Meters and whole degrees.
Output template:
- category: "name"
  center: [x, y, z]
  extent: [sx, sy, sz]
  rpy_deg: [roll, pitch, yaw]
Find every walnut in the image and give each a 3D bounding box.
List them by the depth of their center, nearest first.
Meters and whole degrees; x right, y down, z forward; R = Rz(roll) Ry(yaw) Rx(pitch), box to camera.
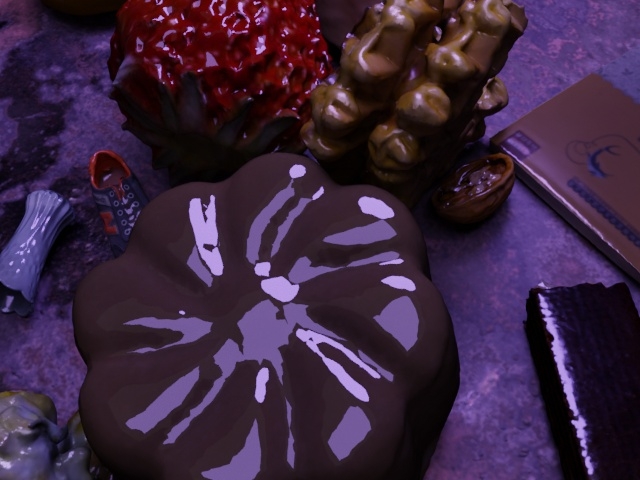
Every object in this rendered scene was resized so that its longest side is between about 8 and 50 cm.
- category: "walnut"
  center: [0.191, -0.054, 0.918]
  extent: [0.121, 0.052, 0.091]
  rpy_deg: [-39, 25, -20]

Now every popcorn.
- category: "popcorn"
  center: [-0.279, 0.224, 0.725]
  extent: [0.212, 0.198, 0.198]
  rpy_deg: [-13, 50, -44]

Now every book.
- category: "book"
  center: [0.446, -0.135, 0.964]
  extent: [0.389, 0.032, 0.269]
  rpy_deg: [-33, 60, -16]

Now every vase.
- category: "vase"
  center: [-0.354, 0.009, 0.919]
  extent: [0.081, 0.081, 0.148]
  rpy_deg: [9, 56, 10]

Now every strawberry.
- category: "strawberry"
  center: [-0.105, -0.249, 0.928]
  extent: [0.292, 0.292, 0.343]
  rpy_deg: [8, 71, 10]

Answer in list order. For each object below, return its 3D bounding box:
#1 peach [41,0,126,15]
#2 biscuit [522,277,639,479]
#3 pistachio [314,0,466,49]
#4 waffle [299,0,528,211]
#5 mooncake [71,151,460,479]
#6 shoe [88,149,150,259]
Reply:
- category: "peach"
  center: [-0.344, -0.452, 1.166]
  extent: [0.251, 0.153, 0.251]
  rpy_deg: [-6, 57, 10]
- category: "biscuit"
  center: [0.281, 0.148, 0.759]
  extent: [0.106, 0.070, 0.252]
  rpy_deg: [-5, 49, 2]
- category: "pistachio"
  center: [0.080, -0.376, 1.041]
  extent: [0.238, 0.229, 0.321]
  rpy_deg: [-49, 52, 14]
- category: "waffle"
  center: [0.106, -0.158, 0.835]
  extent: [0.151, 0.324, 0.261]
  rpy_deg: [41, 93, 13]
- category: "mooncake"
  center: [-0.051, 0.100, 0.737]
  extent: [0.378, 0.201, 0.378]
  rpy_deg: [-2, 66, 5]
- category: "shoe"
  center: [-0.238, -0.032, 0.931]
  extent: [0.074, 0.077, 0.194]
  rpy_deg: [-26, 59, -12]
